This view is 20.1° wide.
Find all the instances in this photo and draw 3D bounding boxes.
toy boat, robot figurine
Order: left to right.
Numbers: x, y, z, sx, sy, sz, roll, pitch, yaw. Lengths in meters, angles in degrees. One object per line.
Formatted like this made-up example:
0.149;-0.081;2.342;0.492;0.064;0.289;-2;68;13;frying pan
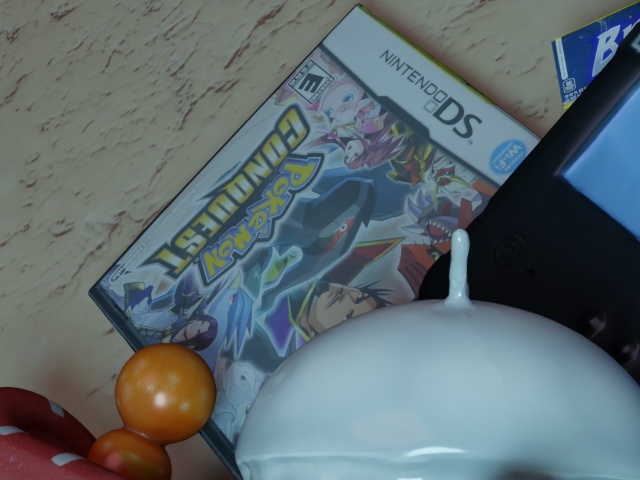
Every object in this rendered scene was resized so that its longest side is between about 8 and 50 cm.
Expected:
-0.112;0.129;1.053;0.231;0.151;0.151;15;73;46;toy boat
0.056;0.180;0.813;0.200;0.300;0.353;5;79;-7;robot figurine

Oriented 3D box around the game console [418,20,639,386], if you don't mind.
0.263;-0.024;0.895;0.386;0.060;0.342;-49;51;4;game console

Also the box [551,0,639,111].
0.222;-0.115;1.044;0.169;0.054;0.059;-23;49;23;box

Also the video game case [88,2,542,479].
0.000;0.000;1.151;0.275;0.035;0.248;-47;43;0;video game case
